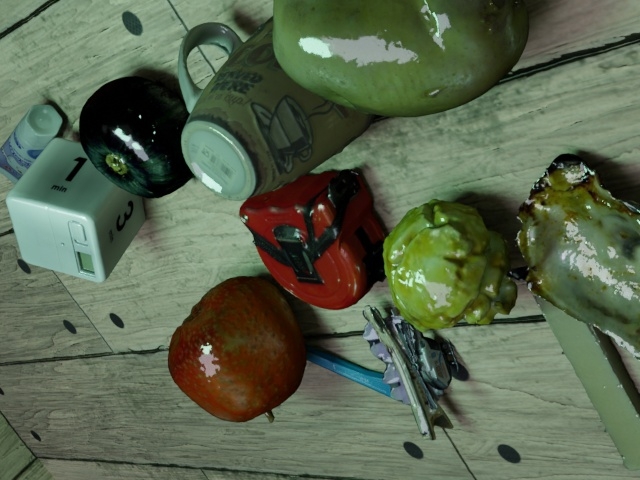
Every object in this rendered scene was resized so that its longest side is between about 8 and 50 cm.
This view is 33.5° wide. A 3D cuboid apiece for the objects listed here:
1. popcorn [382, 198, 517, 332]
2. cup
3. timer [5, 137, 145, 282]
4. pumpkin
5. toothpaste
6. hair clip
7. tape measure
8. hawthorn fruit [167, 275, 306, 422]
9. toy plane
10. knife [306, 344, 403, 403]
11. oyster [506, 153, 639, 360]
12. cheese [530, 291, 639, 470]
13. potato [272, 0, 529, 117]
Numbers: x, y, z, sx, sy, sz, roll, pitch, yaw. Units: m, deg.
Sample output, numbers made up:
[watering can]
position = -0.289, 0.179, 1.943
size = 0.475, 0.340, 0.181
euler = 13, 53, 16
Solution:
[popcorn]
position = 0.185, 0.039, 1.591
size = 0.221, 0.184, 0.204
euler = -160, 66, -72
[cup]
position = -0.106, -0.210, 1.580
size = 0.301, 0.257, 0.227
euler = 38, 142, 13
[timer]
position = -0.482, -0.061, 2.118
size = 0.194, 0.195, 0.192
euler = 14, 137, 13
[pumpkin]
position = -0.320, -0.183, 1.895
size = 0.233, 0.163, 0.233
euler = 27, 144, 22
[toothpaste]
position = -0.629, -0.191, 2.285
size = 0.125, 0.080, 0.371
euler = 39, 152, -11
[hair clip]
position = 0.151, 0.234, 1.922
size = 0.106, 0.084, 0.292
euler = -16, 109, 38
[tape measure]
position = -0.001, 0.000, 1.806
size = 0.253, 0.114, 0.260
euler = 0, 126, 45
[hawthorn fruit]
position = -0.156, 0.225, 2.065
size = 0.275, 0.275, 0.299
euler = -14, 107, 50
[toy plane]
position = 0.183, 0.190, 1.853
size = 0.053, 0.078, 0.197
euler = -12, 103, 52
[knife]
position = 0.071, 0.257, 2.072
size = 0.297, 0.026, 0.044
euler = 21, 121, 30
[oyster]
position = 0.431, 0.035, 1.435
size = 0.361, 0.096, 0.221
euler = 32, 138, 17
[cheese]
position = 0.437, 0.208, 1.653
size = 0.085, 0.034, 0.400
euler = -7, 121, 48
[potato]
position = 0.099, -0.265, 1.331
size = 0.326, 0.221, 0.243
euler = 4, 164, 21
